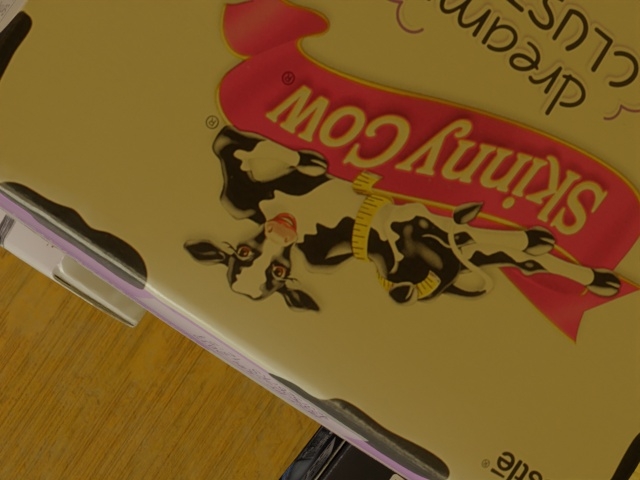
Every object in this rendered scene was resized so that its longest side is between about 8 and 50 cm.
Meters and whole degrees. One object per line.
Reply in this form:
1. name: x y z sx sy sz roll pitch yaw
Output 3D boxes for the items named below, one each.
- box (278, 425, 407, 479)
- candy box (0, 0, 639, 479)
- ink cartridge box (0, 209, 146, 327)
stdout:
1. box: 0.059 0.111 1.108 0.076 0.242 0.307 37 -176 1
2. candy box: 0.033 -0.056 0.380 0.165 0.196 0.070 35 174 -20
3. ink cartridge box: -0.222 -0.059 1.660 0.115 0.198 0.273 38 173 -38
